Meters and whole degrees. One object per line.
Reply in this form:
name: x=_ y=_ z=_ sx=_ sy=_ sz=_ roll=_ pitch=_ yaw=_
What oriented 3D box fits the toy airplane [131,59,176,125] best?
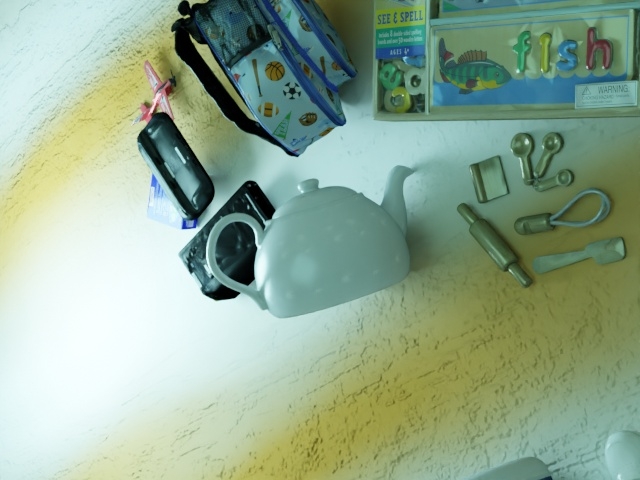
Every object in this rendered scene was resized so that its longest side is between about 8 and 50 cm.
toy airplane: x=-0.315 y=-0.266 z=2.076 sx=0.151 sy=0.028 sz=0.151 roll=1 pitch=92 yaw=45

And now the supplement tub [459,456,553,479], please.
supplement tub: x=0.249 y=0.476 z=1.435 sx=0.235 sy=0.235 sz=0.324 roll=-35 pitch=69 yaw=39

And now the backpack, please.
backpack: x=-0.060 y=-0.271 z=1.692 sx=0.213 sy=0.276 sz=0.263 roll=-28 pitch=82 yaw=17

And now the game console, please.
game console: x=-0.211 y=-0.079 z=1.935 sx=0.213 sy=0.044 sz=0.361 roll=-43 pitch=73 yaw=31

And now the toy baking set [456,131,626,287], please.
toy baking set: x=0.298 y=-0.036 z=1.502 sx=0.197 sy=0.030 sz=0.256 roll=-51 pitch=59 yaw=33

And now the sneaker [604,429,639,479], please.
sneaker: x=0.421 y=0.351 z=1.363 sx=0.090 sy=0.095 sz=0.235 roll=-41 pitch=63 yaw=39

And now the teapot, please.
teapot: x=0.000 y=0.000 z=1.628 sx=0.252 sy=0.256 sz=0.187 roll=-17 pitch=93 yaw=33

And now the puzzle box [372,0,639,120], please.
puzzle box: x=0.244 y=-0.293 z=1.403 sx=0.409 sy=0.052 sz=0.272 roll=3 pitch=94 yaw=39

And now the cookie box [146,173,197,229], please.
cookie box: x=-0.276 y=-0.076 z=2.040 sx=0.107 sy=0.040 sz=0.091 roll=18 pitch=104 yaw=40
